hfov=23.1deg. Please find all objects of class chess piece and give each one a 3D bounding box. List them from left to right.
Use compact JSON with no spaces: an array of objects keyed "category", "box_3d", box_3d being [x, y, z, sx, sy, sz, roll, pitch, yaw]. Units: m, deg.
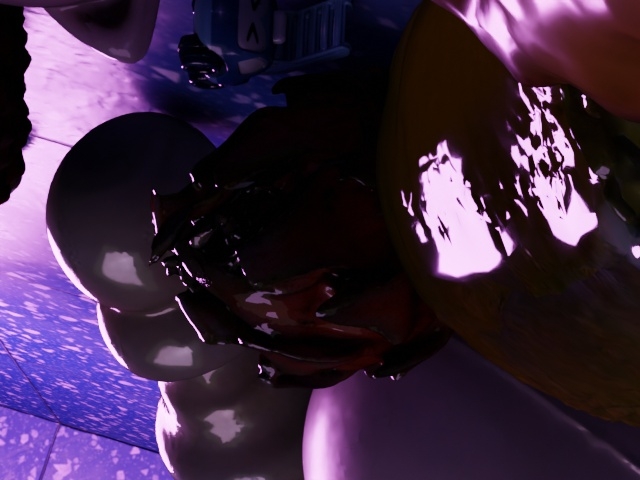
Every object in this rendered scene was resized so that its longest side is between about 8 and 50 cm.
[{"category":"chess piece","box_3d":[-0.082,0.053,1.107,0.182,0.182,0.330,5,140,34]}]

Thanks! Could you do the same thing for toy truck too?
[{"category":"toy truck","box_3d":[-0.027,-0.110,0.816,0.090,0.056,0.073,1,171,5]}]

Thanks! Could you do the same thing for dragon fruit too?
[{"category":"dragon fruit","box_3d":[0.008,-0.004,0.857,0.182,0.188,0.182,46,169,12]}]

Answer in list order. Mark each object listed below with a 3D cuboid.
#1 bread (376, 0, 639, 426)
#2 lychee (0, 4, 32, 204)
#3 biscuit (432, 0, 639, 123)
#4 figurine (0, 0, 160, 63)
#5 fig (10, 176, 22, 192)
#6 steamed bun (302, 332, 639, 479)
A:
[{"category":"bread","box_3d":[0.155,-0.037,0.628,0.251,0.208,0.376,24,166,-6]},{"category":"lychee","box_3d":[-0.269,-0.095,0.777,0.264,0.300,0.264,38,142,38]},{"category":"biscuit","box_3d":[0.011,-0.165,0.329,0.326,0.107,0.326,50,177,3]},{"category":"figurine","box_3d":[-0.165,-0.177,0.546,0.287,0.176,0.186,32,-172,-2]},{"category":"fig","box_3d":[-0.316,-0.051,1.109,0.216,0.217,0.321,12,-175,17]},{"category":"steamed bun","box_3d":[0.164,0.162,1.033,0.374,0.334,0.334,42,154,-22]}]
